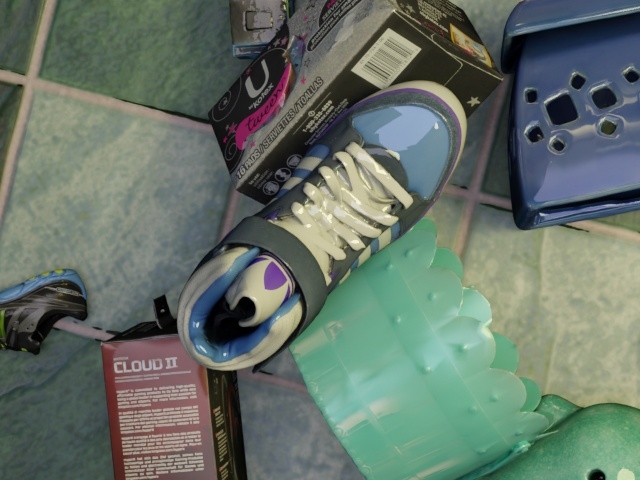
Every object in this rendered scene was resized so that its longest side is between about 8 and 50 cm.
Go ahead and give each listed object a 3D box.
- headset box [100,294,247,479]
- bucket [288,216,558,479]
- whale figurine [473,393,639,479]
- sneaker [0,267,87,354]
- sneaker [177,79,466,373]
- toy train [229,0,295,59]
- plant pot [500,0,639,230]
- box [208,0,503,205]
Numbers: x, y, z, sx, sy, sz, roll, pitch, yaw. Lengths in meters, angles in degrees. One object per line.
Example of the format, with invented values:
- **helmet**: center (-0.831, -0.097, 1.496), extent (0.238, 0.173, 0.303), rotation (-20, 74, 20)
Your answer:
- **headset box**: center (-0.145, 0.203, 1.835), extent (0.110, 0.218, 0.293), rotation (-5, 93, 5)
- **bucket**: center (0.095, 0.123, 1.791), extent (0.183, 0.281, 0.281), rotation (-32, 90, 7)
- **whale figurine**: center (0.247, 0.263, 1.838), extent (0.272, 0.141, 0.216), rotation (-9, 74, 14)
- **sneaker**: center (-0.340, 0.095, 1.921), extent (0.188, 0.067, 0.078), rotation (-24, 84, 2)
- **sneaker**: center (-0.001, 0.000, 1.631), extent (0.323, 0.236, 0.130), rotation (-39, 100, 20)
- **toy train**: center (-0.060, -0.273, 1.864), extent (0.080, 0.105, 0.184), rotation (-3, 92, 4)
- **plant pot**: center (0.295, -0.141, 1.785), extent (0.236, 0.236, 0.212), rotation (-11, 85, 4)
- **box**: center (0.030, -0.147, 1.787), extent (0.163, 0.142, 0.247), rotation (27, 115, -34)
